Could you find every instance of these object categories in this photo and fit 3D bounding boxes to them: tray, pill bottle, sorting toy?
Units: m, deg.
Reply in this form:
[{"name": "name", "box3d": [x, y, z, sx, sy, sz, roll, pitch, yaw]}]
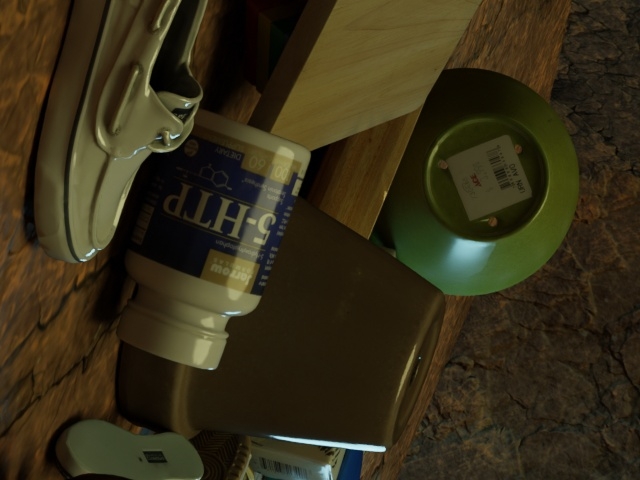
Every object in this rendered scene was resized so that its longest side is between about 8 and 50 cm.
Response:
[{"name": "tray", "box3d": [0.000, 0.000, 1.788, 0.203, 0.076, 0.411, 129, -17, -75]}, {"name": "pill bottle", "box3d": [-0.088, -0.001, 1.351, 0.112, 0.112, 0.186, 10, 99, -79]}, {"name": "sorting toy", "box3d": [0.037, -0.207, 1.464, 0.257, 0.089, 0.255, -25, 151, -50]}]

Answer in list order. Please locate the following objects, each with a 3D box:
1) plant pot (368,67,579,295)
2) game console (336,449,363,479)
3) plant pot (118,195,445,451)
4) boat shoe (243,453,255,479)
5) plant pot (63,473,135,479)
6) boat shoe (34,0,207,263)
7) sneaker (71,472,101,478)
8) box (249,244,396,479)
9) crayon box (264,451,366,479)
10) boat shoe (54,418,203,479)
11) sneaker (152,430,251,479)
[{"name": "plant pot", "box3d": [0.173, -0.070, 1.961, 0.293, 0.275, 0.275, -23, 133, -89]}, {"name": "game console", "box3d": [-0.050, 0.337, 2.098, 0.293, 0.250, 0.173, 94, -16, -54]}, {"name": "plant pot", "box3d": [-0.019, 0.073, 1.522, 0.263, 0.229, 0.263, 19, 90, -79]}, {"name": "boat shoe", "box3d": [-0.105, 0.249, 1.896, 0.049, 0.056, 0.152, -49, 164, -18]}, {"name": "plant pot", "box3d": [-0.201, 0.287, 1.156, 0.230, 0.215, 0.215, -15, 125, -59]}, {"name": "boat shoe", "box3d": [-0.118, -0.094, 1.109, 0.095, 0.084, 0.258, -50, 157, -61]}, {"name": "sneaker", "box3d": [-0.188, 0.238, 1.381, 0.221, 0.087, 0.128, -62, 175, 35]}, {"name": "box", "box3d": [0.000, 0.134, 1.968, 0.094, 0.113, 0.275, 84, 21, -62]}, {"name": "crayon box", "box3d": [0.053, 0.138, 2.311, 0.363, 0.106, 0.313, -57, 164, -46]}, {"name": "boat shoe", "box3d": [-0.173, 0.197, 1.422, 0.083, 0.065, 0.183, -38, 155, 17]}, {"name": "sneaker", "box3d": [-0.155, 0.293, 1.580, 0.282, 0.099, 0.153, -53, 156, -37]}]
